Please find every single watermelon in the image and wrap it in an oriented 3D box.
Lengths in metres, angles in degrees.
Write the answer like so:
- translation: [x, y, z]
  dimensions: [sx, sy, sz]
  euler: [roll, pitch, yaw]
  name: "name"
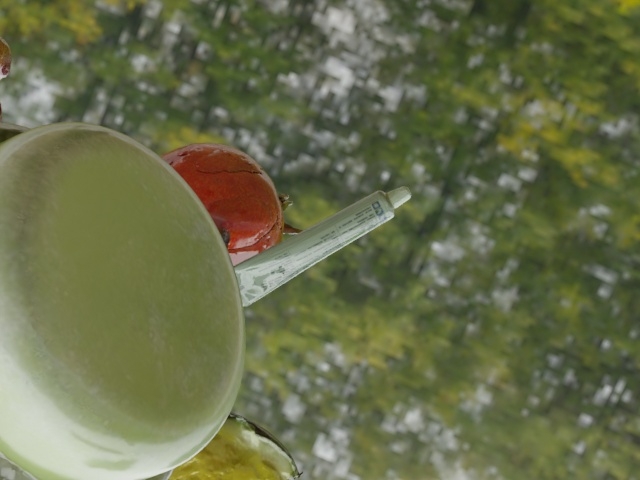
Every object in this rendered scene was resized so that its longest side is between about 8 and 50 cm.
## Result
- translation: [-0.172, 0.223, 1.504]
  dimensions: [0.123, 0.301, 0.129]
  euler: [97, 153, -71]
  name: "watermelon"

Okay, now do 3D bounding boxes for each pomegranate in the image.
- translation: [-0.140, -0.022, 2.065]
  dimensions: [0.235, 0.210, 0.210]
  euler: [-3, -154, -45]
  name: "pomegranate"

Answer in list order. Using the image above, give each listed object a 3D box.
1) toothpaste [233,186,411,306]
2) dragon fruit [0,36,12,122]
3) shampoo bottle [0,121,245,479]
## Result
- translation: [0.000, 0.000, 1.565]
  dimensions: [0.048, 0.197, 0.029]
  euler: [60, -178, -34]
  name: "toothpaste"
- translation: [-0.470, -0.149, 1.835]
  dimensions: [0.243, 0.228, 0.307]
  euler: [-11, -149, 14]
  name: "dragon fruit"
- translation: [-0.243, 0.077, 1.213]
  dimensions: [0.317, 0.323, 0.322]
  euler: [-22, 165, 30]
  name: "shampoo bottle"
